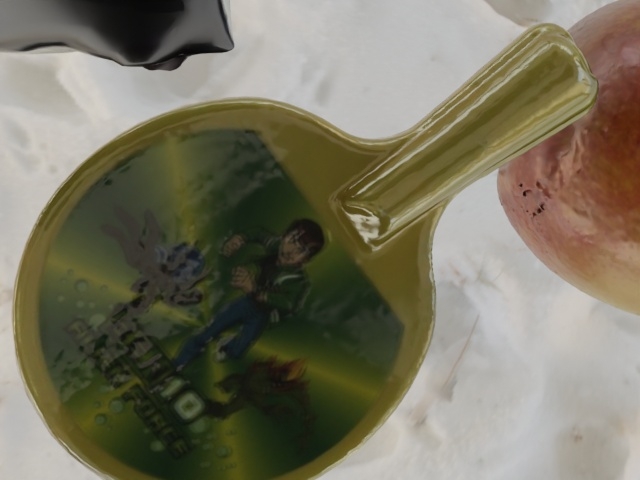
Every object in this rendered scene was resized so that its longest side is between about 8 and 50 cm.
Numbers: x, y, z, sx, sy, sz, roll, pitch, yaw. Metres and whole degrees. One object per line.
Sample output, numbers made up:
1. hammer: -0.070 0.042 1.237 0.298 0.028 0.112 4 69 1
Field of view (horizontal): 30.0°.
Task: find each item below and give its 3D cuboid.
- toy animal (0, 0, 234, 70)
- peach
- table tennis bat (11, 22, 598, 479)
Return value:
1. toy animal: -0.194 -0.157 0.418 0.310 0.251 0.251 -10 94 1
2. peach: 0.236 -0.054 0.806 0.231 0.231 0.231 2 97 15
3. table tennis bat: 0.000 0.000 0.587 0.321 0.050 0.198 -35 106 -4
